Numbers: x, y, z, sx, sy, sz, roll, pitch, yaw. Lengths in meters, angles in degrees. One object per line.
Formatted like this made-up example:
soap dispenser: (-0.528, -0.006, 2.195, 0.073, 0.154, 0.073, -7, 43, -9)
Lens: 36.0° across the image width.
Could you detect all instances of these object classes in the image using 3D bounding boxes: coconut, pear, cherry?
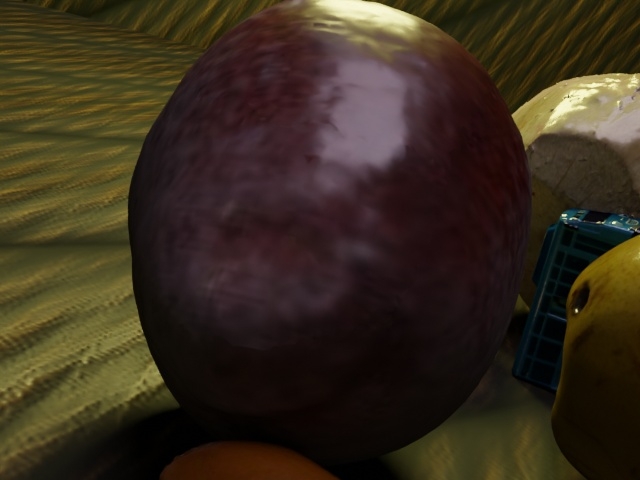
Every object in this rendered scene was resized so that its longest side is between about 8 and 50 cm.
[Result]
coconut: (0.337, -0.052, 1.148, 0.297, 0.297, 0.254, 27, 56, 34)
pear: (0.316, 0.103, 0.753, 0.281, 0.280, 0.280, 15, 16, -4)
cherry: (-0.003, 0.011, 0.690, 0.292, 0.326, 0.334, 14, 50, -6)

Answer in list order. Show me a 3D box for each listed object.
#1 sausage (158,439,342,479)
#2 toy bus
sausage: (0.019, 0.184, 0.475, 0.105, 0.105, 0.274, -1, 23, -46)
toy bus: (0.263, 0.058, 0.986, 0.106, 0.184, 0.090, 20, 16, 21)
